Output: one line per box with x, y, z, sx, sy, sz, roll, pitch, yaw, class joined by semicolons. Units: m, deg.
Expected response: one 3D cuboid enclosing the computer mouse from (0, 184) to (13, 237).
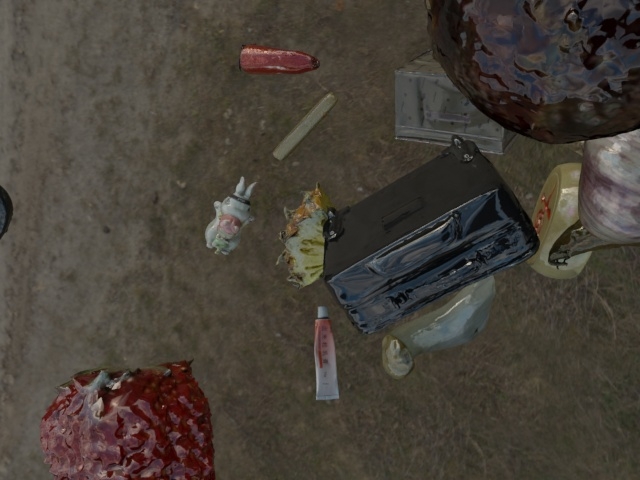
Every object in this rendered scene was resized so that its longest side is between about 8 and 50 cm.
-0.646;-0.053;1.179;0.047;0.079;0.134;3;114;-23;computer mouse

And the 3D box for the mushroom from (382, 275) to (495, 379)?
0.272;0.196;1.358;0.122;0.329;0.159;22;132;55;mushroom

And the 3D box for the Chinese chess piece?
0.519;-0.042;1.242;0.097;0.251;0.250;15;114;9;Chinese chess piece

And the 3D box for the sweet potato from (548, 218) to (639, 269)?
0.603;-0.032;0.981;0.423;0.130;0.130;-7;105;24;sweet potato

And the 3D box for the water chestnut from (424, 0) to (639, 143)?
0.220;-0.253;0.513;0.302;0.351;0.350;29;119;34;water chestnut

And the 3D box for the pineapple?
0.000;0.000;1.275;0.186;0.114;0.236;7;123;-2;pineapple

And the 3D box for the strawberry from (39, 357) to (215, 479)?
-0.317;0.375;0.973;0.292;0.292;0.343;-23;62;29;strawberry

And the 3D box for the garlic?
0.427;-0.135;0.856;0.253;0.245;0.245;38;121;26;garlic

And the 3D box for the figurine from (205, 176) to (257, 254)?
-0.165;-0.041;1.146;0.146;0.081;0.098;-55;39;31;figurine

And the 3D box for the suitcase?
0.176;-0.009;1.031;0.345;0.339;0.188;-28;108;14;suitcase

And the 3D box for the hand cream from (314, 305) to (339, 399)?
0.009;0.259;1.359;0.053;0.038;0.216;-4;75;-1;hand cream

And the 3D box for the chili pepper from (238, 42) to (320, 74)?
-0.077;-0.372;1.216;0.169;0.088;0.064;13;117;25;chili pepper

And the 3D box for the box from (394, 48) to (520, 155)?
0.366;-0.365;1.497;0.297;0.225;0.190;15;126;27;box

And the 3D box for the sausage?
-0.023;-0.174;0.891;0.132;0.024;0.024;-44;87;19;sausage
